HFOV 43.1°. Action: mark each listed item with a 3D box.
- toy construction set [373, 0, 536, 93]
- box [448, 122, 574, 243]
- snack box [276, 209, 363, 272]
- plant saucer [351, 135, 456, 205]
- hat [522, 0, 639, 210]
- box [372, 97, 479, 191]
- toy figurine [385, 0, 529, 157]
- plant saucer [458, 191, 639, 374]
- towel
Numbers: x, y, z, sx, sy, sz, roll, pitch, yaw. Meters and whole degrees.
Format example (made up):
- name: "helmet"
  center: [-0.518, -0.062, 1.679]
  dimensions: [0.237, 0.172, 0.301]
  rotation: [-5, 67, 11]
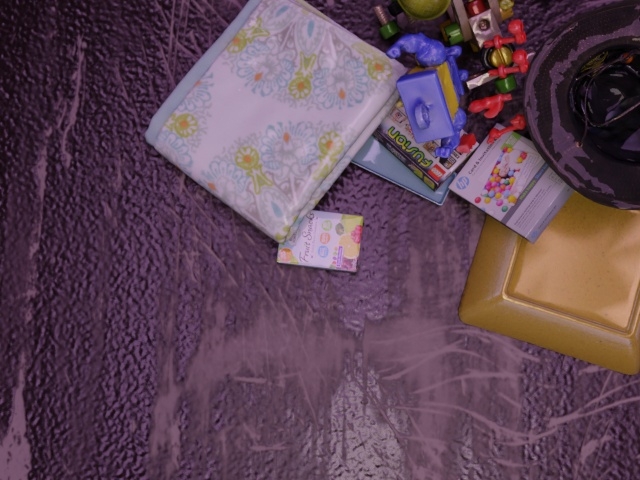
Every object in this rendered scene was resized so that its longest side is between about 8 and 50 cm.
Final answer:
- name: "toy construction set"
  center: [0.306, -0.391, 1.414]
  dimensions: [0.309, 0.257, 0.237]
  rotation: [-32, 100, -14]
- name: "box"
  center: [0.330, -0.100, 1.378]
  dimensions: [0.145, 0.038, 0.186]
  rotation: [-53, 48, 4]
- name: "snack box"
  center: [0.000, 0.000, 1.426]
  dimensions: [0.141, 0.037, 0.100]
  rotation: [7, 81, 1]
- name: "plant saucer"
  center: [0.144, -0.132, 1.454]
  dimensions: [0.192, 0.018, 0.067]
  rotation: [26, 83, 5]
- name: "hat"
  center: [0.485, -0.204, 1.289]
  dimensions: [0.331, 0.134, 0.331]
  rotation: [0, 89, 12]
- name: "box"
  center: [0.166, -0.197, 1.441]
  dimensions: [0.207, 0.036, 0.114]
  rotation: [44, 76, 8]
- name: "toy figurine"
  center: [0.195, -0.257, 1.234]
  dimensions: [0.191, 0.217, 0.362]
  rotation: [-2, 125, 31]
- name: "plant saucer"
  center: [0.444, 0.028, 1.400]
  dimensions: [0.333, 0.081, 0.332]
  rotation: [18, 82, 2]
- name: "towel"
  center: [-0.076, -0.230, 1.403]
  dimensions: [0.320, 0.090, 0.374]
  rotation: [36, 85, 18]
